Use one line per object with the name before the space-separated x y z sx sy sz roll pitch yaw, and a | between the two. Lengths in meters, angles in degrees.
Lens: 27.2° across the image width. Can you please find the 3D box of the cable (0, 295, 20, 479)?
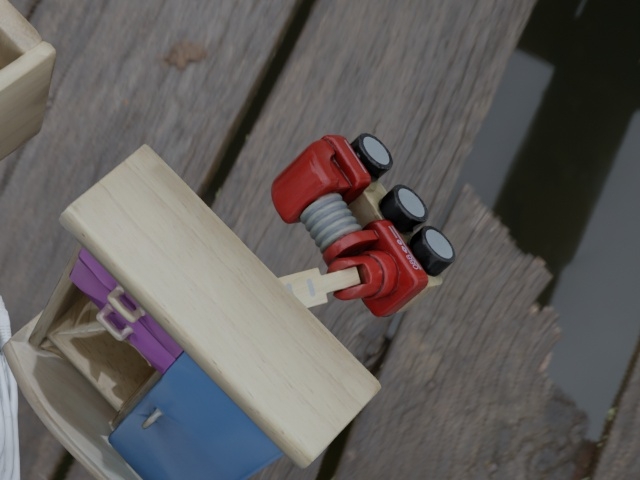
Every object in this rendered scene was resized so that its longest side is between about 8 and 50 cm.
cable | -0.303 0.115 0.994 0.089 0.257 0.257 -14 69 2

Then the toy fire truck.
toy fire truck | 0.000 0.000 1.532 0.246 0.158 0.217 -8 61 -55

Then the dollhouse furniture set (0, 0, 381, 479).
dollhouse furniture set | -0.183 0.099 0.536 0.286 0.198 0.303 46 60 1
